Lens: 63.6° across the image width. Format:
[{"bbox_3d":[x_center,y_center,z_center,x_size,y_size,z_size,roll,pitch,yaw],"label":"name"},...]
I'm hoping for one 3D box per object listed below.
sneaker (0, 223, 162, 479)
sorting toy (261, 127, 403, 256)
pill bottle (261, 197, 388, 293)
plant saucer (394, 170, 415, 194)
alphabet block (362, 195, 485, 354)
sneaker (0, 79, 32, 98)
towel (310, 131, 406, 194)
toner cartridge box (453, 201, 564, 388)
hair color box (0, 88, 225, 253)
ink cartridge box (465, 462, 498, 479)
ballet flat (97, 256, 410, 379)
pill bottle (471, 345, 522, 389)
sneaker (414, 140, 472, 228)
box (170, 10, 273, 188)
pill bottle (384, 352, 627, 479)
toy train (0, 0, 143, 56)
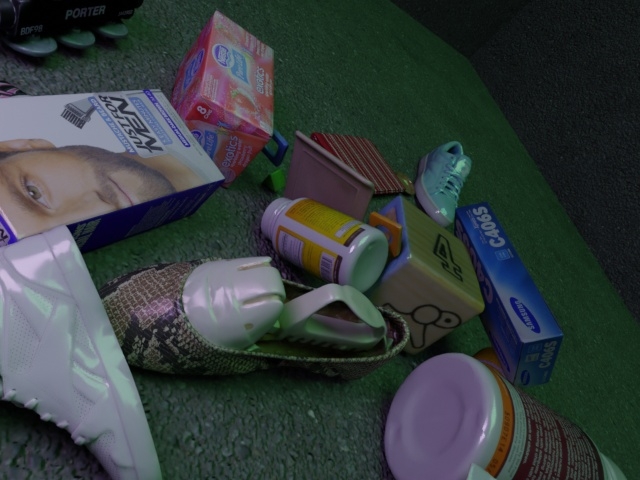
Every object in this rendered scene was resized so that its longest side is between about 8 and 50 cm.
[{"bbox_3d":[-0.281,0.148,0.511,0.169,0.108,0.292,-24,91,-30],"label":"sneaker"},{"bbox_3d":[0.016,-0.083,0.937,0.348,0.196,0.047,39,51,23],"label":"sorting toy"},{"bbox_3d":[0.000,0.000,0.878,0.215,0.117,0.117,27,20,34],"label":"pill bottle"},{"bbox_3d":[0.235,-0.159,1.461,0.083,0.015,0.083,30,37,-27],"label":"plant saucer"},{"bbox_3d":[0.165,0.069,0.994,0.197,0.192,0.193,34,35,-23],"label":"alphabet block"},{"bbox_3d":[-0.449,-0.166,0.651,0.077,0.072,0.178,39,25,6],"label":"sneaker"},{"bbox_3d":[0.101,-0.193,1.329,0.275,0.031,0.199,-10,63,-55],"label":"towel"},{"bbox_3d":[0.355,0.098,1.029,0.348,0.075,0.165,-101,178,-46],"label":"toner cartridge box"},{"bbox_3d":[-0.309,-0.094,0.693,0.185,0.110,0.339,53,35,4],"label":"hair color box"},{"bbox_3d":[0.243,0.519,0.646,0.385,0.091,0.308,42,54,-14],"label":"ink cartridge box"},{"bbox_3d":[-0.052,0.102,0.721,0.483,0.182,0.164,17,53,-39],"label":"ballet flat"},{"bbox_3d":[0.353,0.287,1.067,0.208,0.117,0.117,-10,65,-53],"label":"pill bottle"},{"bbox_3d":[0.373,-0.188,1.526,0.135,0.150,0.366,34,37,-20],"label":"sneaker"},{"bbox_3d":[-0.184,-0.268,0.964,0.142,0.154,0.300,27,41,-30],"label":"box"},{"bbox_3d":[0.316,0.368,0.851,0.392,0.224,0.224,34,37,-21],"label":"pill bottle"},{"bbox_3d":[-0.442,-0.414,0.840,0.190,0.142,0.334,35,36,1],"label":"toy train"}]
